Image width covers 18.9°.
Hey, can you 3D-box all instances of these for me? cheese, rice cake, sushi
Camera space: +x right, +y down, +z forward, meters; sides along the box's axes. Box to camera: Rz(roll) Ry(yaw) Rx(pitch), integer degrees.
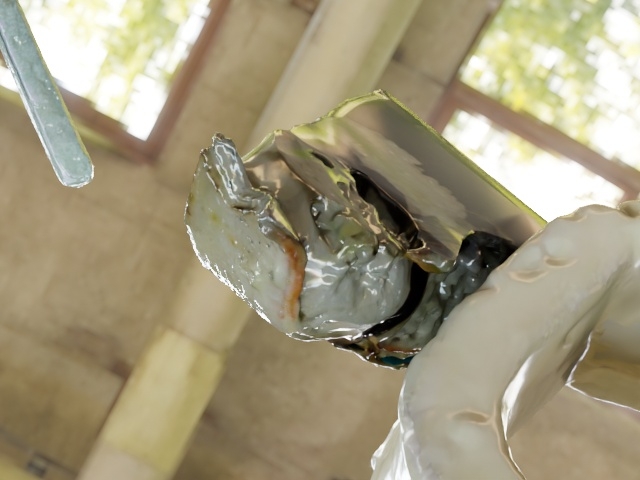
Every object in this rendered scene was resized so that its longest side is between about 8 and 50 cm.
[{"bbox_3d":[0.194,0.130,1.014,0.332,0.153,0.292,21,-126,-1],"label":"cheese"},{"bbox_3d":[-0.249,-0.142,1.662,0.207,0.033,0.033,66,169,-1],"label":"rice cake"},{"bbox_3d":[0.009,0.013,0.996,0.134,0.109,0.273,39,-158,13],"label":"sushi"}]
